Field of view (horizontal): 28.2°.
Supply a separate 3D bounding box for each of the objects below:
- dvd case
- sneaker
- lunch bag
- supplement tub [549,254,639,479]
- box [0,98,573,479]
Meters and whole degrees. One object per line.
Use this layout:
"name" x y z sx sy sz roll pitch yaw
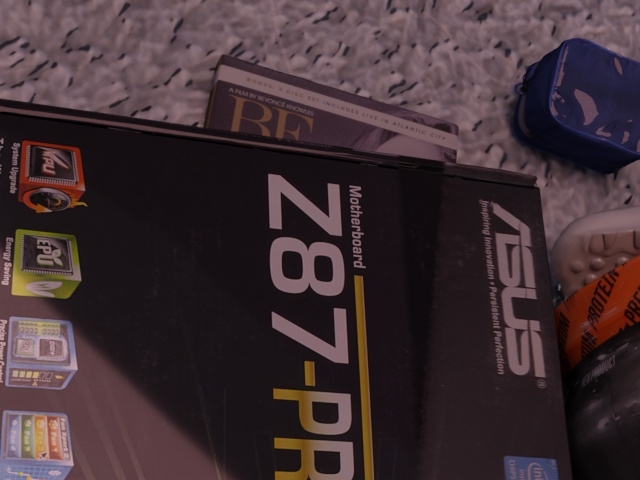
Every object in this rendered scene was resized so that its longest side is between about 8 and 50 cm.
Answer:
"dvd case" 0.000 0.000 0.769 0.164 0.018 0.221 15 59 -13
"sneaker" 0.254 0.005 0.838 0.235 0.090 0.095 2 40 -16
"lunch bag" 0.177 -0.088 0.858 0.098 0.065 0.067 22 73 -11
"supplement tub" 0.257 0.166 0.668 0.207 0.207 0.338 -12 68 -26
"box" -0.032 0.140 0.626 0.318 0.097 0.395 8 65 -20
